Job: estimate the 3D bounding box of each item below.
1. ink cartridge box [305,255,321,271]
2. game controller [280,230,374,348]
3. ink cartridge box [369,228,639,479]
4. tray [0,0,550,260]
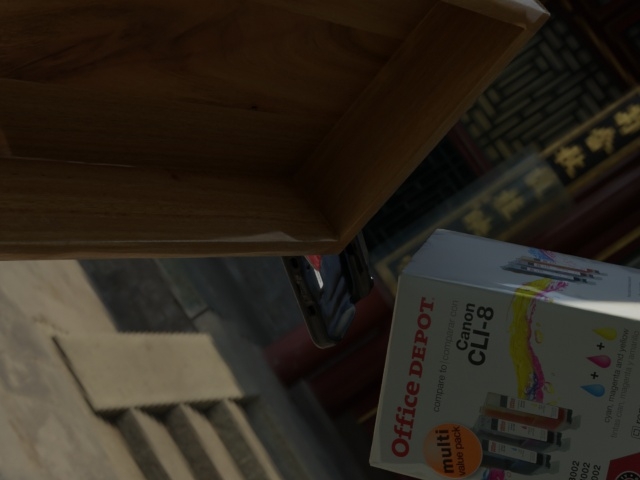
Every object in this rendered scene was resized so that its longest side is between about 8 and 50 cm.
[{"bbox_3d":[-0.034,-0.177,1.144,0.308,0.091,0.385,55,18,-14],"label":"ink cartridge box"},{"bbox_3d":[0.000,0.000,1.488,0.067,0.166,0.319,14,-37,28],"label":"game controller"},{"bbox_3d":[0.132,0.079,0.687,0.127,0.176,0.128,-36,135,-70],"label":"ink cartridge box"},{"bbox_3d":[-0.070,-0.084,0.533,0.411,0.203,0.076,1,47,-53],"label":"tray"}]
